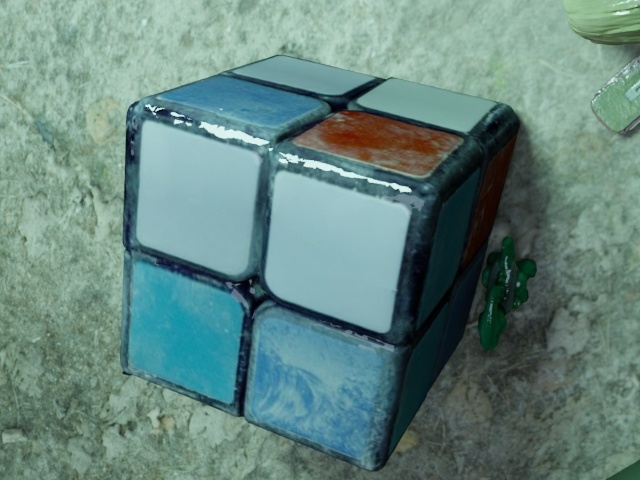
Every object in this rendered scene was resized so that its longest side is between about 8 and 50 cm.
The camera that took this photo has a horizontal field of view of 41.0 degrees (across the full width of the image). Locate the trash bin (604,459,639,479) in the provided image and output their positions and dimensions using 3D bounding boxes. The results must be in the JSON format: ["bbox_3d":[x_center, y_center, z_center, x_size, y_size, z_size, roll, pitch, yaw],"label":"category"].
[{"bbox_3d":[0.455,0.403,0.931,0.343,0.158,0.223,43,133,6],"label":"trash bin"}]

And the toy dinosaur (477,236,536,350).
[{"bbox_3d":[0.205,0.055,0.968,0.059,0.096,0.132,12,118,21],"label":"toy dinosaur"}]

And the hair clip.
[{"bbox_3d":[0.335,-0.165,0.857,0.054,0.022,0.137,47,122,1],"label":"hair clip"}]

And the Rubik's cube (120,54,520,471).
[{"bbox_3d":[0.000,0.000,0.918,0.313,0.316,0.318,18,118,19],"label":"Rubik's cube"}]

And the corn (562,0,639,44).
[{"bbox_3d":[0.368,-0.248,0.747,0.305,0.123,0.122,-8,105,28],"label":"corn"}]
